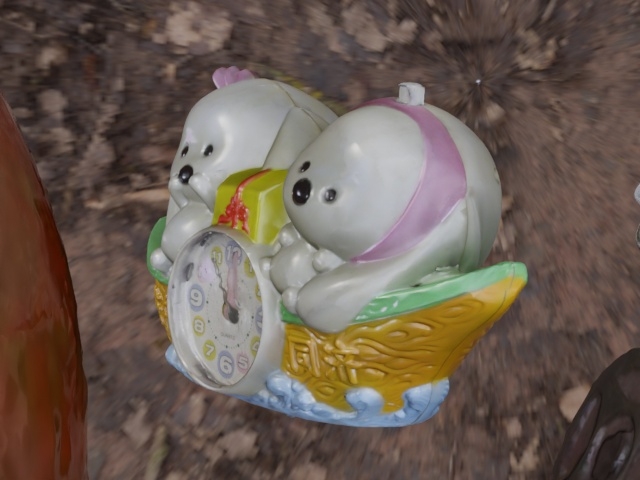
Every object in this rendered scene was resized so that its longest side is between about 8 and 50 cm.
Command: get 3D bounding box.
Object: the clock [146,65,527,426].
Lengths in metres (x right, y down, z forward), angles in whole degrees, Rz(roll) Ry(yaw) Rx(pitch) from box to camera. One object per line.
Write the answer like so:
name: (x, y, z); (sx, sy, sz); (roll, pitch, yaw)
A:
clock: (0.000, 0.000, 0.788); (0.231, 0.103, 0.144); (12, 103, 47)

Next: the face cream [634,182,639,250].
face cream: (0.285, 0.047, 1.237); (0.075, 0.075, 0.229); (-34, 111, 7)

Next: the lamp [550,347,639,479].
lamp: (0.240, 0.150, 0.863); (0.257, 0.303, 0.303); (26, 97, -13)

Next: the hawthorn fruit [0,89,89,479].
hawthorn fruit: (-0.202, 0.047, 0.424); (0.316, 0.316, 0.315); (0, 95, 5)
